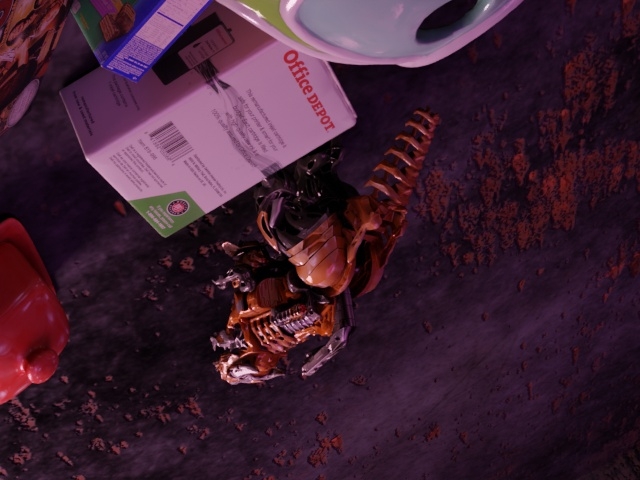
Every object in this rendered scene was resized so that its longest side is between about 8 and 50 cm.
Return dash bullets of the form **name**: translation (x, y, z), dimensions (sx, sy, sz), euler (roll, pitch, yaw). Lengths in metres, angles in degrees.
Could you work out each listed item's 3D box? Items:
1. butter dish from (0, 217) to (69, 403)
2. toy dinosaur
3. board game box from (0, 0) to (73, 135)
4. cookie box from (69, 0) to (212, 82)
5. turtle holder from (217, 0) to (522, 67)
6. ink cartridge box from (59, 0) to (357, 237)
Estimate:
- **butter dish**: translation (-0.292, 0.090, 0.999), dimensions (0.160, 0.118, 0.160), euler (-46, 155, -24)
- **toy dinosaur**: translation (0.000, 0.000, 1.036), dimensions (0.322, 0.218, 0.164), euler (-35, 146, 9)
- **board game box**: translation (-0.219, -0.154, 0.730), dimensions (0.243, 0.042, 0.165), euler (-57, -178, 36)
- **cookie box**: translation (-0.132, -0.189, 0.797), dimensions (0.107, 0.091, 0.040), euler (-43, 149, 19)
- **turtle holder**: translation (0.055, -0.259, 0.692), dimensions (0.320, 0.243, 0.227), euler (-47, 122, -1)
- **ink cartridge box**: translation (-0.092, -0.115, 0.930), dimensions (0.208, 0.086, 0.153), euler (-30, 147, 3)
